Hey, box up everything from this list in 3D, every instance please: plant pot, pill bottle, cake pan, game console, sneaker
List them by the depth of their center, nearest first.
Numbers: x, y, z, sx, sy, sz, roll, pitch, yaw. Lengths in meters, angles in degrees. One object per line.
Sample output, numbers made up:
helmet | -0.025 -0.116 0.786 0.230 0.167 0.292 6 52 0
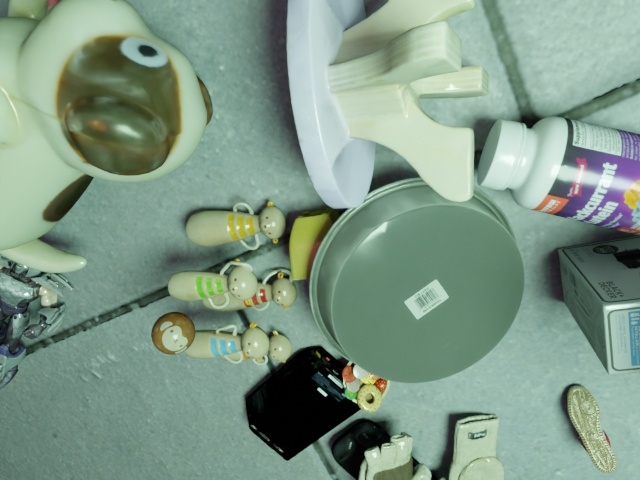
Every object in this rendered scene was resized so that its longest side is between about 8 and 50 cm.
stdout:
pill bottle | 0.289 -0.079 0.500 0.193 0.108 0.108 15 113 7
cake pan | 0.133 0.066 0.569 0.292 0.054 0.294 -3 111 -7
plant pot | 0.000 0.000 0.614 0.081 0.081 0.083 -7 103 15
sneaker | 0.399 0.273 0.652 0.042 0.067 0.119 -20 75 21
game console | 0.047 0.355 0.757 0.361 0.044 0.213 44 115 -5

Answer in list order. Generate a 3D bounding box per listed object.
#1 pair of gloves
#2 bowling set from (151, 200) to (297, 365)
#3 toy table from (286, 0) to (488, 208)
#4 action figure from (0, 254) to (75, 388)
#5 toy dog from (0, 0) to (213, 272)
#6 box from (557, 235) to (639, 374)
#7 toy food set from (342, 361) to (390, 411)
pair of gloves | 0.179 0.387 0.706 0.239 0.042 0.204 -12 104 -8
bowling set | -0.123 0.107 0.622 0.154 0.200 0.287 -4 113 13
toy table | 0.076 -0.172 0.454 0.160 0.252 0.275 1 112 27
action figure | -0.552 0.129 0.777 0.185 0.099 0.285 33 111 5
toy dog | -0.343 -0.139 0.531 0.407 0.285 0.396 -14 107 15
box | 0.445 0.051 0.482 0.289 0.169 0.087 -12 107 16
toy food set | 0.073 0.218 0.686 0.082 0.020 0.083 42 71 -6
